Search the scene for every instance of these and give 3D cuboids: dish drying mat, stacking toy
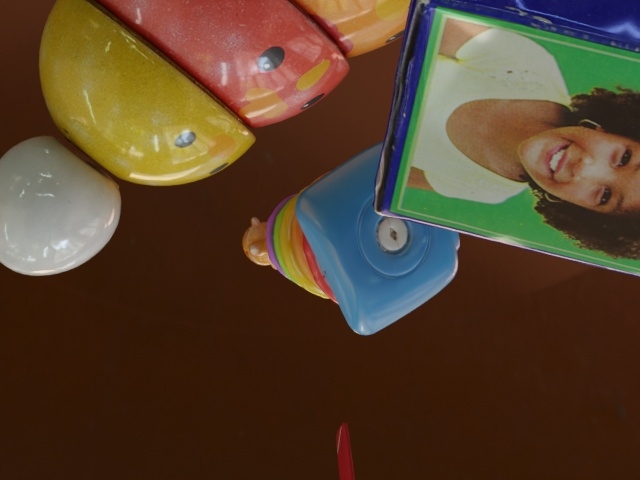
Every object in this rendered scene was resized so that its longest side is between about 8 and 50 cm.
[{"bbox_3d":[0.025,0.224,1.630,0.008,0.083,0.032,5,146,-16],"label":"dish drying mat"},{"bbox_3d":[0.000,0.000,1.832,0.166,0.302,0.175,-33,104,-28],"label":"stacking toy"},{"bbox_3d":[-0.123,-0.165,1.439,0.350,0.350,0.480,36,92,-12],"label":"stacking toy"}]

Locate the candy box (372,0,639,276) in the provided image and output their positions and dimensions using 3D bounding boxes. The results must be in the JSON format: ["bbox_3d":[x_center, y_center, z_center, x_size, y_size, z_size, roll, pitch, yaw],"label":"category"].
[{"bbox_3d":[0.202,-0.108,0.547,0.317,0.268,0.122,13,149,4],"label":"candy box"}]
